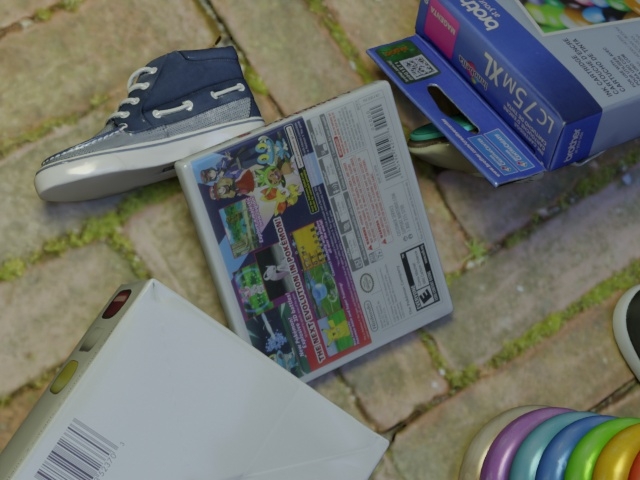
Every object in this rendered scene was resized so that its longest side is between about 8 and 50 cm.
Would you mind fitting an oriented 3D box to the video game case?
[{"bbox_3d":[0.000,0.000,1.075,0.183,0.023,0.201,-24,109,-21],"label":"video game case"}]

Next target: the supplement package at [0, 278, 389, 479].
[{"bbox_3d":[-0.121,0.189,0.956,0.204,0.145,0.262,36,77,-11],"label":"supplement package"}]

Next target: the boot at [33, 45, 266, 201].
[{"bbox_3d":[-0.137,-0.090,1.053,0.190,0.069,0.086,-16,80,-29],"label":"boot"}]

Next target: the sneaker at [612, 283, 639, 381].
[{"bbox_3d":[0.378,0.150,1.149,0.104,0.147,0.296,-43,98,-22],"label":"sneaker"}]

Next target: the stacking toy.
[{"bbox_3d":[0.225,0.184,0.991,0.141,0.330,0.141,3,81,-19],"label":"stacking toy"}]

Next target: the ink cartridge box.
[{"bbox_3d":[0.214,-0.162,1.126,0.311,0.065,0.186,-22,55,-24],"label":"ink cartridge box"}]

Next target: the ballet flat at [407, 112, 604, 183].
[{"bbox_3d":[0.187,-0.091,1.158,0.248,0.086,0.086,-23,90,-21],"label":"ballet flat"}]
